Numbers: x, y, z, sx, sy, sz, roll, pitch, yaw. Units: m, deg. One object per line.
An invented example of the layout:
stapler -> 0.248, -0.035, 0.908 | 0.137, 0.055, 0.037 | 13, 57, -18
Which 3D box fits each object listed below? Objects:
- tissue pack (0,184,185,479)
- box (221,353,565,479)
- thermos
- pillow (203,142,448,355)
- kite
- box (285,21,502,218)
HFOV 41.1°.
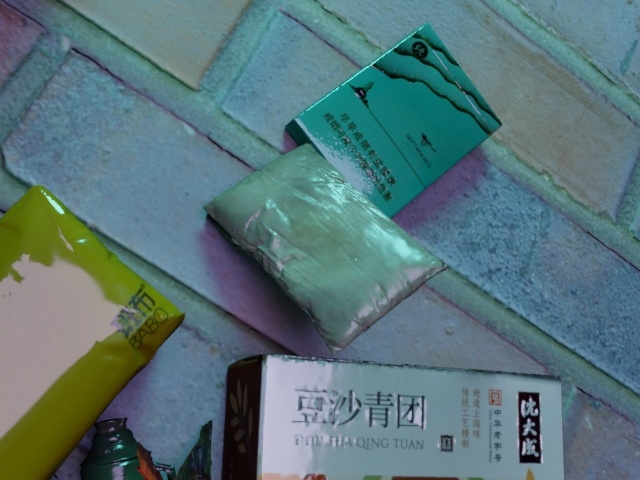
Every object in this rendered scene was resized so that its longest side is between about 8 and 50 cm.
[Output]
tissue pack -> -0.277, 0.109, 0.759 | 0.192, 0.134, 0.271 | 42, 66, -10
box -> 0.075, 0.323, 0.869 | 0.344, 0.122, 0.385 | 7, 75, -21
thermos -> -0.179, 0.260, 0.798 | 0.083, 0.073, 0.188 | -11, 81, 8
pillow -> 0.000, 0.000, 0.891 | 0.148, 0.050, 0.229 | -40, 64, -11
kite -> -0.134, 0.263, 0.794 | 0.232, 0.009, 0.189 | -66, 142, -56
box -> 0.092, -0.137, 1.021 | 0.226, 0.042, 0.161 | -39, 96, -22
